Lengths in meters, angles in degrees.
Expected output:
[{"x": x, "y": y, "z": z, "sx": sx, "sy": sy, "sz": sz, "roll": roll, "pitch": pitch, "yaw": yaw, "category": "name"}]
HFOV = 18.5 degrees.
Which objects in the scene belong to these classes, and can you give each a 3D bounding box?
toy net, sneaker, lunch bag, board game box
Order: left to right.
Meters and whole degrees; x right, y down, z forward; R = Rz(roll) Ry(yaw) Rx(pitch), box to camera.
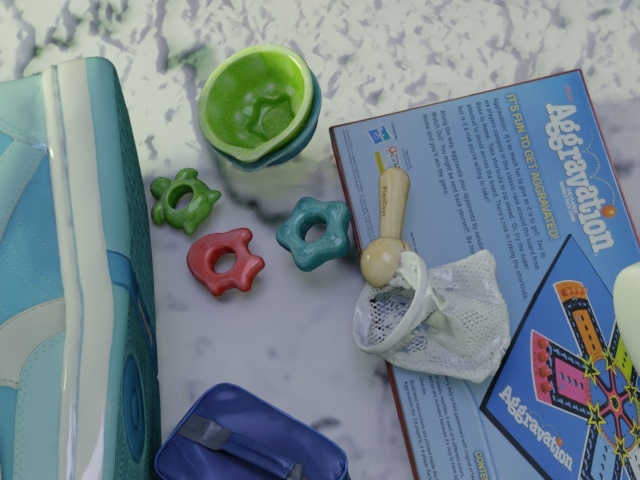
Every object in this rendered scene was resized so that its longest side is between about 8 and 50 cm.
[{"x": -0.190, "y": 0.052, "z": 0.994, "sx": 0.208, "sy": 0.127, "sz": 0.319, "roll": -7, "pitch": 49, "yaw": 0, "category": "sneaker"}, {"x": -0.029, "y": 0.120, "z": 0.964, "sx": 0.098, "sy": 0.065, "sz": 0.067, "roll": 27, "pitch": 66, "yaw": 21, "category": "lunch bag"}, {"x": 0.000, "y": 0.000, "z": 1.019, "sx": 0.122, "sy": 0.045, "sz": 0.232, "roll": -43, "pitch": 56, "yaw": -3, "category": "toy net"}, {"x": 0.103, "y": 0.043, "z": 1.016, "sx": 0.145, "sy": 0.027, "sz": 0.281, "roll": -13, "pitch": 58, "yaw": 1, "category": "board game box"}]

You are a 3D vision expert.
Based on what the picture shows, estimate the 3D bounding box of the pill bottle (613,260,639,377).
[{"x": 0.254, "y": 0.010, "z": 0.954, "sx": 0.215, "sy": 0.117, "sz": 0.117, "roll": -23, "pitch": 59, "yaw": -14, "category": "pill bottle"}]
